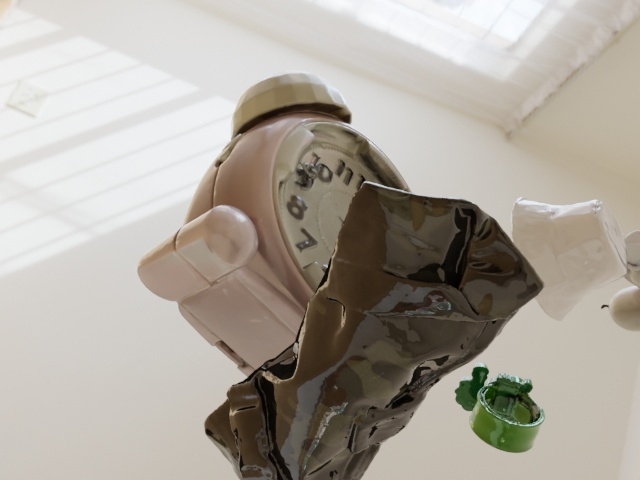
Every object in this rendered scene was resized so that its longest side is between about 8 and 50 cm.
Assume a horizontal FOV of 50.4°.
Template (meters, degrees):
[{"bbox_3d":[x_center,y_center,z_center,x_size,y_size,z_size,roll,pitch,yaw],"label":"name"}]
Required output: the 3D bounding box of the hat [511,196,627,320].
[{"bbox_3d":[0.388,0.011,1.039,0.126,0.203,0.203,-23,-147,36],"label":"hat"}]

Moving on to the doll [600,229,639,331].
[{"bbox_3d":[0.636,0.100,1.237,0.271,0.208,0.144,76,27,-51],"label":"doll"}]

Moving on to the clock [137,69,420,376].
[{"bbox_3d":[0.000,0.000,0.781,0.184,0.342,0.326,-17,-147,42],"label":"clock"}]

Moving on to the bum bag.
[{"bbox_3d":[0.020,0.103,0.530,0.340,0.144,0.095,-57,173,27],"label":"bum bag"}]

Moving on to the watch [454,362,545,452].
[{"bbox_3d":[0.347,0.343,1.343,0.152,0.165,0.131,-66,171,-63],"label":"watch"}]
